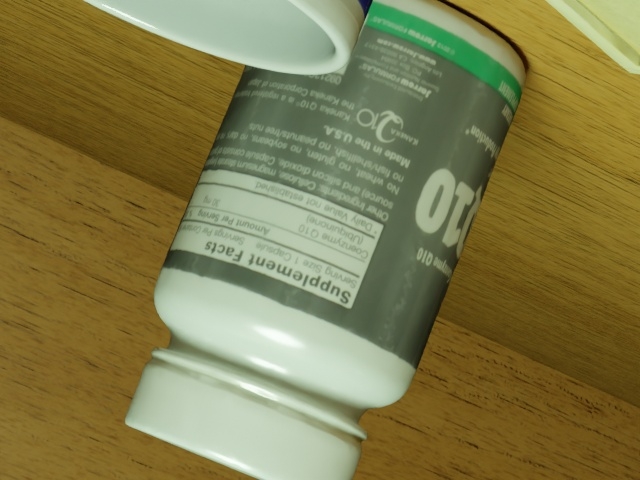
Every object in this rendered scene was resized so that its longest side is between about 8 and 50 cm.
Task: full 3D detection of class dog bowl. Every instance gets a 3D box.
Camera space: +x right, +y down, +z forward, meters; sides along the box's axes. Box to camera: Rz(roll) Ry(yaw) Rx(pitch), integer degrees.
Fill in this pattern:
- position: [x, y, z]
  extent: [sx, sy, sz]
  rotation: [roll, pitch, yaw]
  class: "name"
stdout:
- position: [-0.086, -0.207, 1.128]
  extent: [0.265, 0.104, 0.265]
  rotation: [21, 172, 3]
  class: "dog bowl"

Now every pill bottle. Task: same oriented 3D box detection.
- position: [0.000, 0.000, 1.331]
  extent: [0.204, 0.361, 0.204]
  rotation: [21, 172, 3]
  class: "pill bottle"

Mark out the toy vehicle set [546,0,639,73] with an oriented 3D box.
- position: [0.087, -0.107, 0.462]
  extent: [0.166, 0.035, 0.267]
  rotation: [13, 168, 44]
  class: "toy vehicle set"
